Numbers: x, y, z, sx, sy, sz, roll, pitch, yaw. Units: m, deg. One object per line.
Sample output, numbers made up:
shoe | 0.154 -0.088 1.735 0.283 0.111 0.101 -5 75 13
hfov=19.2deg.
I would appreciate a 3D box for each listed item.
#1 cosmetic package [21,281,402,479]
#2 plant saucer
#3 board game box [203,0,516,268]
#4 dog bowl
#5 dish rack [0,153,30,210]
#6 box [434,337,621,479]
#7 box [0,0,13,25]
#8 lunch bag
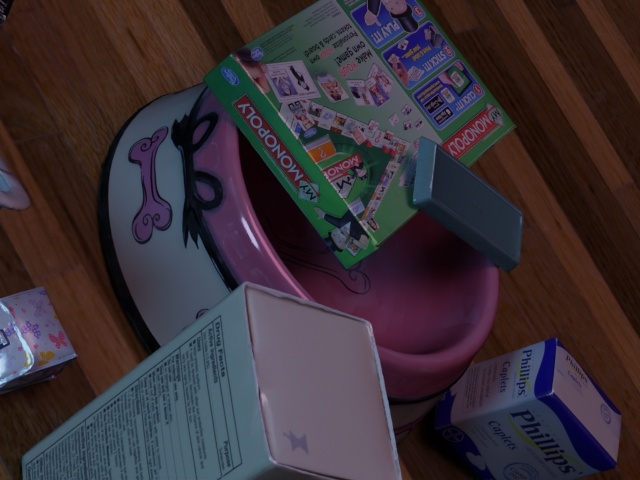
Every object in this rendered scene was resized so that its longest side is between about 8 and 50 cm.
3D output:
cosmetic package | -0.089 0.175 1.421 0.129 0.296 0.153 18 50 -36
plant saucer | 0.142 -0.032 1.766 0.192 0.018 0.067 32 58 -50
board game box | 0.046 -0.127 1.765 0.213 0.046 0.317 54 37 -2
dog bowl | 0.000 0.000 1.778 0.408 0.150 0.408 27 45 -31
dish rack | -0.378 -0.109 1.418 0.285 0.072 0.333 28 11 -30
box | 0.203 0.176 1.848 0.126 0.137 0.072 47 37 -30
box | -0.351 -0.244 1.616 0.180 0.077 0.147 39 21 -19
lunch bag | -0.249 0.083 1.527 0.083 0.053 0.071 -15 72 -42
